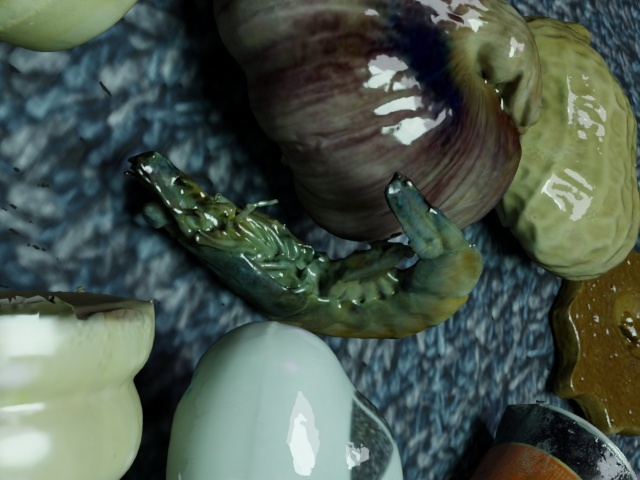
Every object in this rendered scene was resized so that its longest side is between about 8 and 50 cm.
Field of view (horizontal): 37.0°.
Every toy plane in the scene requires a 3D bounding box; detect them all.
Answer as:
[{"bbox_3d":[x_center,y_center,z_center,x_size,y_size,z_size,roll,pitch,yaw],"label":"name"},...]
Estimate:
[{"bbox_3d":[-0.021,0.165,0.475,0.267,0.122,0.267,2,90,-84],"label":"toy plane"}]

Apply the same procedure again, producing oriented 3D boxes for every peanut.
[{"bbox_3d":[0.207,-0.084,0.813,0.196,0.110,0.233,17,75,-48],"label":"peanut"}]

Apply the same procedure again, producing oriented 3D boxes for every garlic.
[{"bbox_3d":[0.051,-0.117,0.581,0.245,0.160,0.245,21,63,-49],"label":"garlic"}]

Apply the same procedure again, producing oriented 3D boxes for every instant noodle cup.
[{"bbox_3d":[0.151,0.210,0.711,0.135,0.127,0.127,-38,114,-37],"label":"instant noodle cup"}]

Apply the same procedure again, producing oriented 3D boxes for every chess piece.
[{"bbox_3d":[-0.140,0.146,0.365,0.142,0.142,0.261,5,88,-50],"label":"chess piece"}]

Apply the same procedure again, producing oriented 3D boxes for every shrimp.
[{"bbox_3d":[0.000,0.000,0.528,0.217,0.150,0.051,33,53,-37],"label":"shrimp"}]

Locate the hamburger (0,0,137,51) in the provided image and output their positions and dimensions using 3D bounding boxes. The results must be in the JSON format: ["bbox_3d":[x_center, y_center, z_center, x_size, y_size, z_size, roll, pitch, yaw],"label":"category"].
[{"bbox_3d":[-0.125,-0.154,0.414,0.081,0.126,0.141,33,65,-54],"label":"hamburger"}]

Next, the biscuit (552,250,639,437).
[{"bbox_3d":[0.281,0.103,0.926,0.215,0.034,0.182,-22,92,-44],"label":"biscuit"}]
